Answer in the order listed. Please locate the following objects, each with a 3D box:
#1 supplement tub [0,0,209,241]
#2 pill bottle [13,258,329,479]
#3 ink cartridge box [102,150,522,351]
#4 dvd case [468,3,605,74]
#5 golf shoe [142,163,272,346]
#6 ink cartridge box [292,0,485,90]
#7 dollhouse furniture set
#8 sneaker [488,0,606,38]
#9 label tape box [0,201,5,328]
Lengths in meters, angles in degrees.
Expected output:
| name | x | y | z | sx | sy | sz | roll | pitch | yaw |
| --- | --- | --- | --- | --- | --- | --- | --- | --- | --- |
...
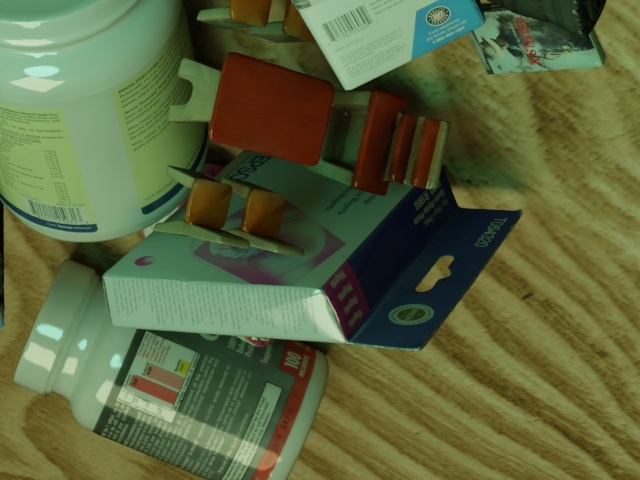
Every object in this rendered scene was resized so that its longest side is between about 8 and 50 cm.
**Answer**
| name | x | y | z | sx | sy | sz | roll | pitch | yaw |
| --- | --- | --- | --- | --- | --- | --- | --- | --- | --- |
| supplement tub | -0.240 | -0.176 | 1.688 | 0.235 | 0.235 | 0.325 | 12 | 147 | 13 |
| pill bottle | -0.190 | 0.171 | 2.208 | 0.363 | 0.210 | 0.210 | 23 | 148 | -6 |
| ink cartridge box | 0.000 | 0.000 | 1.757 | 0.330 | 0.324 | 0.071 | 2 | 115 | 24 |
| dvd case | 0.199 | -0.192 | 1.637 | 0.119 | 0.013 | 0.087 | 0 | 143 | 29 |
| golf shoe | -0.129 | 0.009 | 2.049 | 0.140 | 0.115 | 0.306 | 16 | 148 | 34 |
| ink cartridge box | 0.038 | -0.247 | 1.503 | 0.139 | 0.082 | 0.191 | -25 | 119 | 13 |
| dollhouse furniture set | -0.010 | -0.113 | 1.641 | 0.135 | 0.262 | 0.259 | 14 | -178 | 41 |
| sneaker | 0.160 | -0.283 | 1.446 | 0.130 | 0.109 | 0.286 | 14 | 145 | 27 |
| label tape box | -0.406 | -0.108 | 1.818 | 0.115 | 0.348 | 0.249 | -7 | 139 | 0 |
